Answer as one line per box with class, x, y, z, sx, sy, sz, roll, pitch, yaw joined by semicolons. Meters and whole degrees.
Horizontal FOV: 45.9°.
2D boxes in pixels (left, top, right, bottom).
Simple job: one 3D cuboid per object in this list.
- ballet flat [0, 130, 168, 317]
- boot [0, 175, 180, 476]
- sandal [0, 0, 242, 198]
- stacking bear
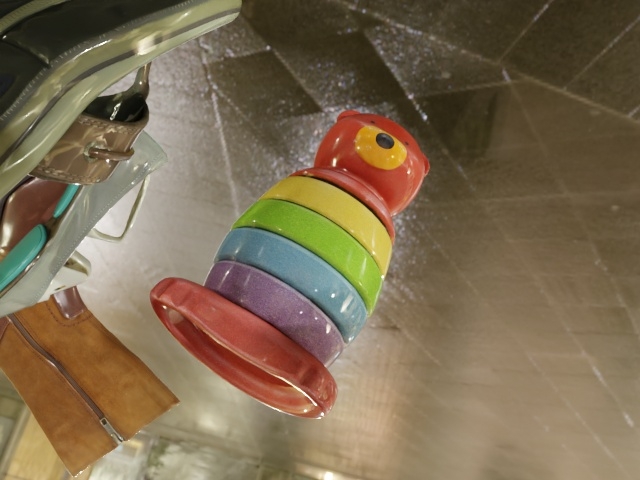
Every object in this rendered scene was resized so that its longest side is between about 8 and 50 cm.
ballet flat;-0.204;-0.002;0.625;0.068;0.213;0.072;37;-176;-27
boot;-0.249;0.073;0.791;0.280;0.264;0.096;50;-174;3
sandal;-0.154;-0.061;0.392;0.120;0.303;0.086;20;142;26
stacking bear;0.000;0.000;0.707;0.175;0.289;0.164;31;157;6
